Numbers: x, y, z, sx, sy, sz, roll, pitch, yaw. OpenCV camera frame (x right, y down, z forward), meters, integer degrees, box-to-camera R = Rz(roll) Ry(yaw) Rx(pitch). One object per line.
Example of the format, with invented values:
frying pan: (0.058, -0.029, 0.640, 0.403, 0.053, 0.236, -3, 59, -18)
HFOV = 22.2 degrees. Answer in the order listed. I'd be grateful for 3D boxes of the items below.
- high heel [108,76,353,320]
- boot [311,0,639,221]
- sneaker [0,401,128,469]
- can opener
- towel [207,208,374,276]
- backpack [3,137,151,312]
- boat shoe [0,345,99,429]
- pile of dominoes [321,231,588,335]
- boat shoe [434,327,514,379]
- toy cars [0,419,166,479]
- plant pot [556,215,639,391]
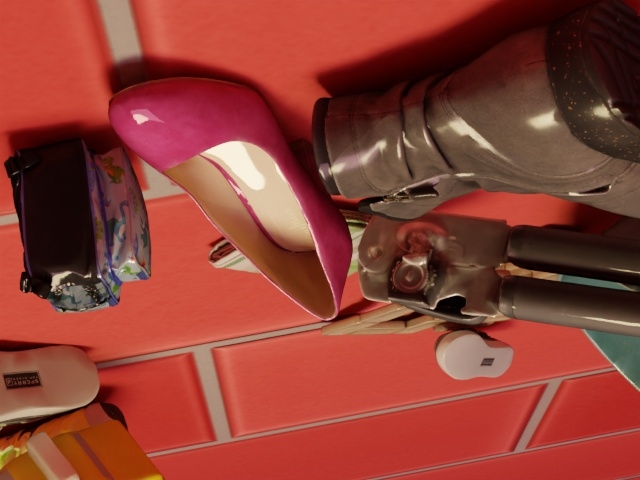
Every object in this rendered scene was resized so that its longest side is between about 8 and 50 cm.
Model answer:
high heel: (-0.053, -0.023, 1.046, 0.082, 0.117, 0.244, -18, 160, 18)
boot: (0.155, -0.061, 1.113, 0.222, 0.118, 0.338, -15, 154, 31)
sneaker: (-0.322, 0.270, 1.679, 0.147, 0.145, 0.384, 5, 154, -39)
can opener: (0.165, 0.030, 1.217, 0.283, 0.076, 0.095, 8, 168, 17)
towel: (0.000, 0.000, 1.295, 0.152, 0.023, 0.113, 6, 156, -45)
backpack: (-0.153, -0.005, 1.061, 0.084, 0.105, 0.114, -8, 166, -5)
boat shoe: (-0.294, 0.131, 1.403, 0.219, 0.078, 0.070, 7, 153, -46)
pile of dominoes: (0.148, 0.042, 1.498, 0.196, 0.040, 0.251, 2, 165, -39)
boat shoe: (0.143, 0.109, 1.601, 0.142, 0.040, 0.049, 17, 102, -58)
toy cars: (-0.336, 0.207, 1.441, 0.393, 0.176, 0.087, 5, 136, 2)
plant pot: (0.366, 0.051, 1.328, 0.195, 0.290, 0.290, -48, 162, -9)
